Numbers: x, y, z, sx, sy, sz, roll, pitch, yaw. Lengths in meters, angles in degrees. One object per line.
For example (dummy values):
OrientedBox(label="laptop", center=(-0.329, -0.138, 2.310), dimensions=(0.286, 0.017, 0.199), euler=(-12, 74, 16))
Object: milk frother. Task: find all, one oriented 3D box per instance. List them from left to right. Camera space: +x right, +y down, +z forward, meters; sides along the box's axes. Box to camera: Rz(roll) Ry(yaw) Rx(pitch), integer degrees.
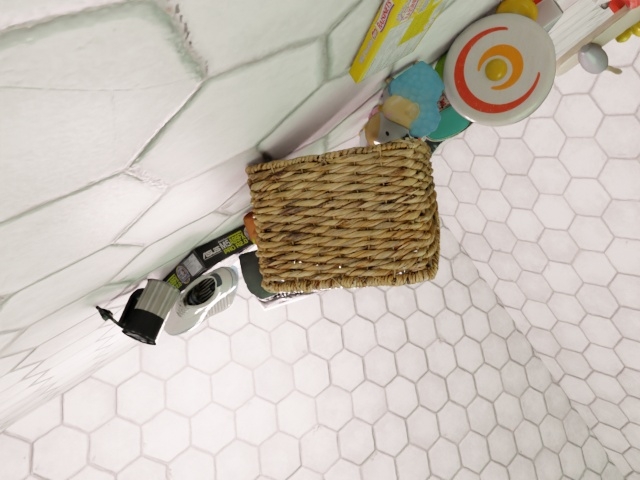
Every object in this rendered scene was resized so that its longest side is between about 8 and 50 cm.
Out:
OrientedBox(label="milk frother", center=(-0.414, 0.145, 1.142), dimensions=(0.143, 0.129, 0.134), euler=(77, 27, -58))

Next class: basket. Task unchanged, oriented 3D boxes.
OrientedBox(label="basket", center=(0.050, -0.040, 0.871), dimensions=(0.300, 0.222, 0.213), euler=(-7, -176, 18))

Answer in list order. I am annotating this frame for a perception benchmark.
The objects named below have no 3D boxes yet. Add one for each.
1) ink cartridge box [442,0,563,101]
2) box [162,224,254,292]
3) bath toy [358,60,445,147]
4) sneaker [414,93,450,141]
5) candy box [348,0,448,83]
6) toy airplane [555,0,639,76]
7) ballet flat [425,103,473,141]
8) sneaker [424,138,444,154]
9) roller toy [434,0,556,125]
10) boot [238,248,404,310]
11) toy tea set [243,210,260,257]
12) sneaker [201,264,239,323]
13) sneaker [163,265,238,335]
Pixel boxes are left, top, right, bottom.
OrientedBox(label="ink cartridge box", center=(0.388, -0.422, 1.087), dimensions=(0.275, 0.060, 0.239), euler=(-35, 179, 12))
OrientedBox(label="box", center=(-0.306, 0.066, 1.359), dimensions=(0.270, 0.060, 0.216), euler=(-36, 178, 43))
OrientedBox(label="bath toy", center=(0.150, -0.220, 1.022), dimensions=(0.151, 0.129, 0.348), euler=(-35, 178, -5))
OrientedBox(label="sneaker", center=(0.296, -0.325, 1.371), dimensions=(0.145, 0.090, 0.270), euler=(-32, 175, -8))
OrientedBox(label="candy box", center=(0.105, -0.269, 0.606), dimensions=(0.105, 0.027, 0.206), euler=(-31, 177, -16))
OrientedBox(label="toy airplane", center=(0.829, -0.585, 1.269), dimensions=(0.385, 0.272, 0.386), euler=(-33, 178, -15))
OrientedBox(label="ballet flat", center=(0.346, -0.316, 1.210), dimensions=(0.222, 0.077, 0.079), euler=(-36, -166, 17))
OrientedBox(label="sneaker", center=(0.348, -0.355, 1.638), dimensions=(0.319, 0.112, 0.131), euler=(-44, -151, 6))
OrientedBox(label="roller toy", center=(0.327, -0.307, 0.918), dimensions=(0.209, 0.191, 0.146), euler=(-35, 177, 26))
OrientedBox(label="boot", center=(0.000, 0.002, 1.302), dimensions=(0.446, 0.366, 0.146), euler=(-12, -140, 6))
OrientedBox(label="toy tea set", center=(-0.054, -0.002, 1.107), dimensions=(0.200, 0.124, 0.336), euler=(-29, -156, -9))
OrientedBox(label="sneaker", center=(-0.396, 0.178, 1.645), dimensions=(0.366, 0.135, 0.150), euler=(-19, -144, 30))
OrientedBox(label="sneaker", center=(-0.320, 0.150, 1.250), dimensions=(0.258, 0.094, 0.091), euler=(-43, 163, 19))
